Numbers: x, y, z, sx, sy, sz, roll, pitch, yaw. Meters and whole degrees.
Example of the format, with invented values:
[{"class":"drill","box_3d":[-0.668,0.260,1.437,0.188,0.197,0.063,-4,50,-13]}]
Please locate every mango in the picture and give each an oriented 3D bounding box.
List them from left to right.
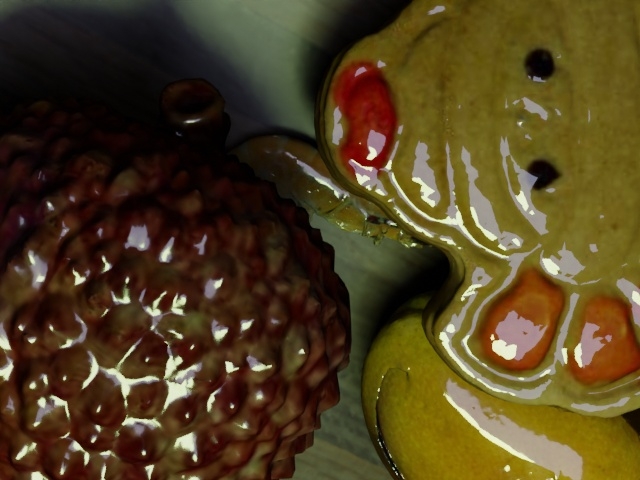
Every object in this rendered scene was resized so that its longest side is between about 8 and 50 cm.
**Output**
[{"class":"mango","box_3d":[0.128,0.134,1.353,0.166,0.136,0.236,-39,105,11]}]

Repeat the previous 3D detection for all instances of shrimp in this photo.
[{"class":"shrimp","box_3d":[0.000,0.001,1.333,0.178,0.034,0.124,23,107,-16]}]

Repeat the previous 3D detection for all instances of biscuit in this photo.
[{"class":"biscuit","box_3d":[0.185,-0.063,1.272,0.381,0.074,0.359,2,87,-14]}]

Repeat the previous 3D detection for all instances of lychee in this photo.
[{"class":"lychee","box_3d":[-0.131,0.053,1.185,0.306,0.306,0.330,23,97,-18]}]
